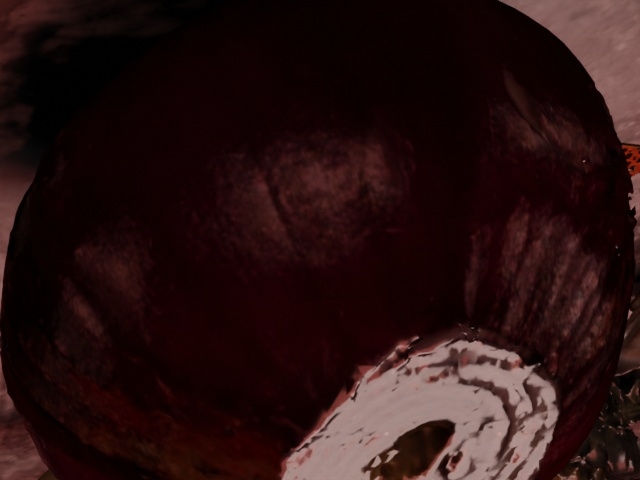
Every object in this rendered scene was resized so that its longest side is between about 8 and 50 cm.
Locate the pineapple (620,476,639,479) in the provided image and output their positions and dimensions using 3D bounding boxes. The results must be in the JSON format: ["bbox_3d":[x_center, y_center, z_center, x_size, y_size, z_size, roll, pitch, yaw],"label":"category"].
[{"bbox_3d":[0.311,0.434,2.007,0.352,0.352,0.300,-2,157,-36],"label":"pineapple"}]

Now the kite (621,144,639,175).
[{"bbox_3d":[0.146,-0.046,1.251,0.222,0.008,0.125,-22,154,2],"label":"kite"}]

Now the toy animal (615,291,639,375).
[{"bbox_3d":[0.313,0.054,1.510,0.188,0.089,0.179,-37,166,23],"label":"toy animal"}]

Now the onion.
[{"bbox_3d":[0.000,0.000,0.914,0.337,0.282,0.260,-7,134,-6],"label":"onion"}]

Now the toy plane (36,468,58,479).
[{"bbox_3d":[-0.106,0.152,1.350,0.256,0.104,0.242,-14,158,-15],"label":"toy plane"}]

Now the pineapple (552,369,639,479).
[{"bbox_3d":[0.251,0.192,1.726,0.125,0.125,0.251,-5,147,-30],"label":"pineapple"}]
